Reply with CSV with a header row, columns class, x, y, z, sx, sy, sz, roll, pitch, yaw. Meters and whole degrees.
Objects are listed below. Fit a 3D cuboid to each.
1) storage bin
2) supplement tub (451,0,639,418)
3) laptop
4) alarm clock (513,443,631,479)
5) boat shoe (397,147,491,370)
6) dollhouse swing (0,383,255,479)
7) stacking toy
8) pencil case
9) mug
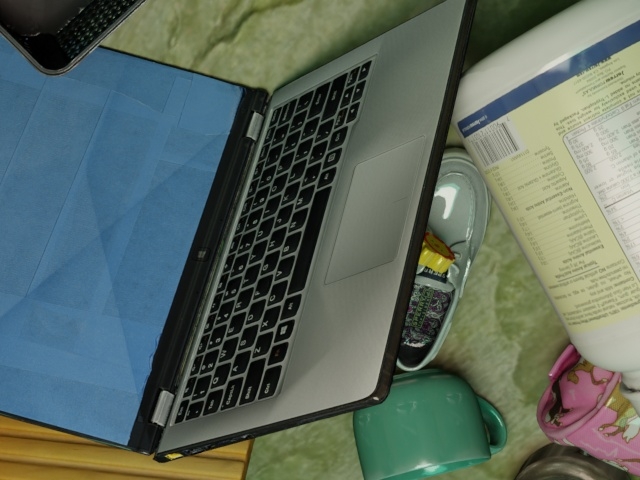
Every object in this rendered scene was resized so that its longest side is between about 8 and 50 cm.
class,x,y,z,sx,sy,sz,roll,pitch,yaw
storage bin,-0.211,-0.245,1.126,0.180,0.084,0.122,-42,126,2
supplement tub,0.274,-0.038,1.088,0.235,0.235,0.324,-29,90,19
laptop,-0.127,-0.048,1.060,0.236,0.382,0.408,35,143,-29
alarm clock,0.261,0.260,1.362,0.129,0.064,0.192,15,106,19
boat shoe,0.113,0.025,1.268,0.079,0.081,0.227,12,117,0
dollhouse swing,-0.251,0.134,1.207,0.305,0.347,0.315,-8,117,12
stacking toy,0.000,0.000,1.250,0.221,0.052,0.167,47,113,20
pencil case,0.408,0.198,1.272,0.386,0.167,0.160,26,137,-7
mug,0.103,0.186,1.333,0.129,0.158,0.097,-19,74,21
